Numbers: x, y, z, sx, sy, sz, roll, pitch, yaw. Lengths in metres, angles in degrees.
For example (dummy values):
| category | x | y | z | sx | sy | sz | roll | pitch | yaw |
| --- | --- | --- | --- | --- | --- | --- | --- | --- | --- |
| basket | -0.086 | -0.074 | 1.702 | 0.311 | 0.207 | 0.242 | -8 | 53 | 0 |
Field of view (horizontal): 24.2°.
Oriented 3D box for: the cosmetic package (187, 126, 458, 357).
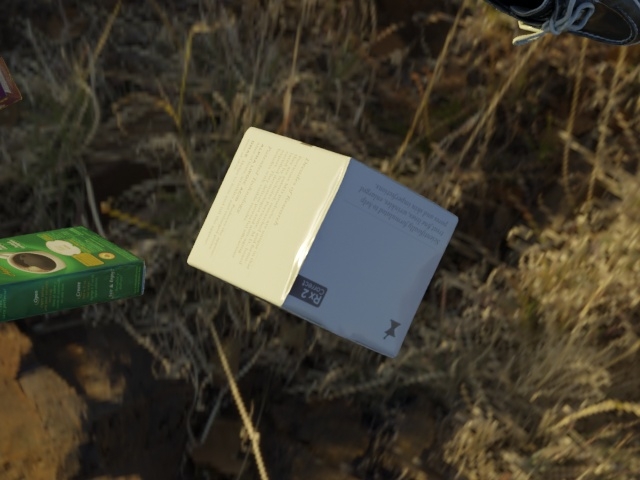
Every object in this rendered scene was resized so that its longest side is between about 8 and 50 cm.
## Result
| category | x | y | z | sx | sy | sz | roll | pitch | yaw |
| --- | --- | --- | --- | --- | --- | --- | --- | --- | --- |
| cosmetic package | 0.000 | 0.000 | 1.428 | 0.151 | 0.183 | 0.151 | 26 | 87 | -37 |

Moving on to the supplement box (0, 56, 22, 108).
| category | x | y | z | sx | sy | sz | roll | pitch | yaw |
| --- | --- | --- | --- | --- | --- | --- | --- | --- | --- |
| supplement box | -0.291 | -0.129 | 1.265 | 0.055 | 0.083 | 0.043 | -25 | 94 | 0 |

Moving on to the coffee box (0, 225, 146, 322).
| category | x | y | z | sx | sy | sz | roll | pitch | yaw |
| --- | --- | --- | --- | --- | --- | --- | --- | --- | --- |
| coffee box | -0.272 | 0.032 | 1.403 | 0.184 | 0.040 | 0.113 | -11 | 26 | -41 |

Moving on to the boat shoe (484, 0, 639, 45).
| category | x | y | z | sx | sy | sz | roll | pitch | yaw |
| --- | --- | --- | --- | --- | --- | --- | --- | --- | --- |
| boat shoe | 0.249 | -0.274 | 1.646 | 0.306 | 0.113 | 0.105 | 27 | 53 | -30 |
